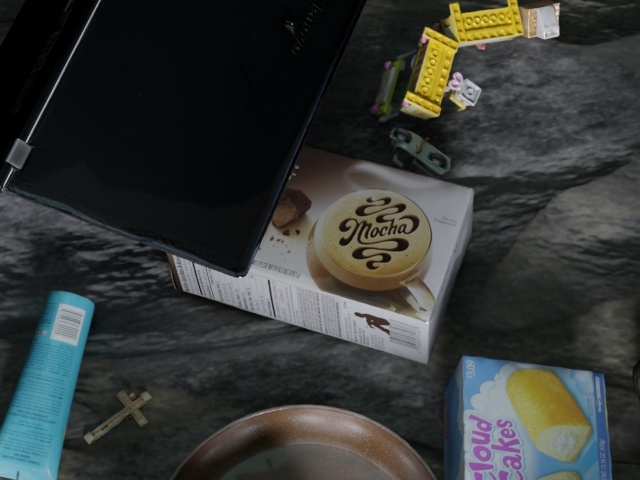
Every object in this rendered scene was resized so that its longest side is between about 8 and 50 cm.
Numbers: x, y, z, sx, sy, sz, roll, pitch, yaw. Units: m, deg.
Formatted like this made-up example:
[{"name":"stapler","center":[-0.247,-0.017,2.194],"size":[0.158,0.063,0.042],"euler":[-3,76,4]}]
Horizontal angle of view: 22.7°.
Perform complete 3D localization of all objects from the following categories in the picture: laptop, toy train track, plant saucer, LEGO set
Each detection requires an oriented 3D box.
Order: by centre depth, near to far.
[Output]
[{"name":"plant saucer","center":[-0.018,0.318,1.603],"size":[0.310,0.050,0.311],"euler":[-1,62,2]},{"name":"toy train track","center":[-0.216,0.187,1.701],"size":[0.083,0.014,0.048],"euler":[-36,66,-14]},{"name":"laptop","center":[-0.211,-0.149,1.784],"size":[0.236,0.408,0.382],"euler":[36,63,-25]},{"name":"LEGO set","center":[0.151,-0.202,1.853],"size":[0.132,0.107,0.287],"euler":[46,65,-14]}]

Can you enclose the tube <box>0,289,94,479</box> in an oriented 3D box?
[{"name":"tube","center":[-0.293,0.157,1.705],"size":[0.080,0.052,0.207],"euler":[9,69,13]}]

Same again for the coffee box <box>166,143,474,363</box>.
[{"name":"coffee box","center":[0.000,0.000,1.725],"size":[0.297,0.119,0.168],"euler":[16,65,12]}]

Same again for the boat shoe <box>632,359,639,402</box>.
[{"name":"boat shoe","center":[0.479,0.176,1.609],"size":[0.324,0.123,0.120],"euler":[31,63,17]}]

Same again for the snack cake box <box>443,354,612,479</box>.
[{"name":"snack cake box","center":[0.201,0.252,1.564],"size":[0.152,0.089,0.264],"euler":[8,53,-7]}]
